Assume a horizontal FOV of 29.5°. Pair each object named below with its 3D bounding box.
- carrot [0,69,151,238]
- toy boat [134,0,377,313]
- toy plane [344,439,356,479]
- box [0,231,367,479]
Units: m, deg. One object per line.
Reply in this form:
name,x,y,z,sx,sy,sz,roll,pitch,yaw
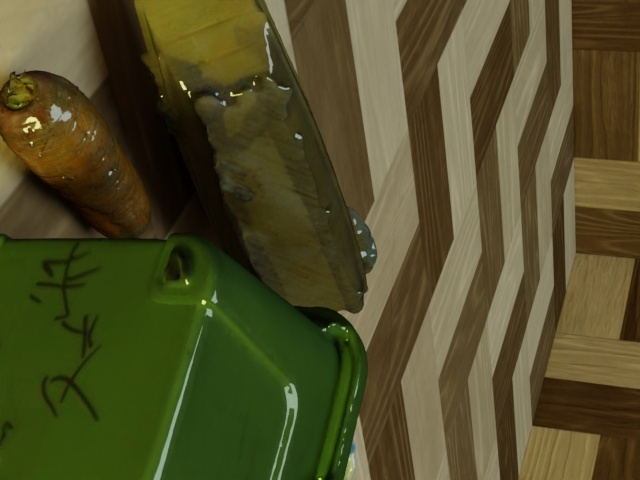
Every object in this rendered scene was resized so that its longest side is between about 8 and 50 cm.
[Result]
carrot,-0.160,-0.052,0.828,0.186,0.060,0.060,57,42,-60
toy boat,-0.050,-0.077,1.016,0.445,0.136,0.162,70,-3,-53
toy plane,-0.082,0.162,0.951,0.266,0.122,0.267,-16,121,-28
box,-0.136,0.154,0.687,0.178,0.252,0.329,50,47,-52
